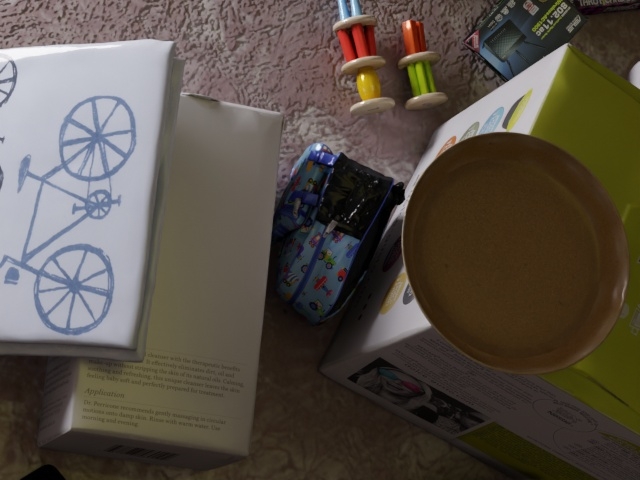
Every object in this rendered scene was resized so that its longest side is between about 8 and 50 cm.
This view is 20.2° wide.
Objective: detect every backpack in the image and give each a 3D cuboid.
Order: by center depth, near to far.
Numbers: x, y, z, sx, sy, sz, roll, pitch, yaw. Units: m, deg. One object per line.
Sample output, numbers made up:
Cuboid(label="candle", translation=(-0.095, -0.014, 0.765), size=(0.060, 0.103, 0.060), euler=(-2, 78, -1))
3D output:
Cuboid(label="backpack", translation=(0.000, 0.000, 1.937), size=(0.117, 0.158, 0.173), euler=(26, 81, -6))

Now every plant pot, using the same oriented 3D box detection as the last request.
Cuboid(label="plant pot", translation=(0.182, 0.014, 1.704), size=(0.236, 0.032, 0.236), euler=(5, 74, -18))

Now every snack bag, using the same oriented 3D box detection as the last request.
Cuboid(label="snack bag", translation=(-0.311, -0.040, 1.783), size=(0.342, 0.037, 0.323), euler=(0, 75, 18))

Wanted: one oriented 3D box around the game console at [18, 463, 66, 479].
Cuboid(label="game console", translation=(-0.293, 0.307, 1.817), size=(0.122, 0.071, 0.107), euler=(-31, 60, -26))

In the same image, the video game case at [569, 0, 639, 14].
Cuboid(label="video game case", translation=(0.345, -0.385, 2.224), size=(0.232, 0.042, 0.210), euler=(-8, 79, -23))

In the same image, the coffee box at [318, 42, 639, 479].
Cuboid(label="coffee box", translation=(0.263, 0.052, 1.925), size=(0.338, 0.334, 0.338), euler=(31, 68, -13))

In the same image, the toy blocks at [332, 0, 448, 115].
Cuboid(label="toy blocks", translation=(0.078, -0.224, 2.070), size=(0.123, 0.054, 0.148), euler=(-7, 80, -23))

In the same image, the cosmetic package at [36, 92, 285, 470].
Cuboid(label="cosmetic package", translation=(-0.164, 0.039, 1.854), size=(0.197, 0.155, 0.365), euler=(12, 73, -19))

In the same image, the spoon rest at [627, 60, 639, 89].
Cuboid(label="spoon rest", translation=(0.480, -0.176, 2.221), size=(0.276, 0.084, 0.137), euler=(6, 76, -35))

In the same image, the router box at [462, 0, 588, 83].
Cuboid(label="router box", translation=(0.242, -0.248, 2.127), size=(0.092, 0.038, 0.122), euler=(41, 92, -9))
